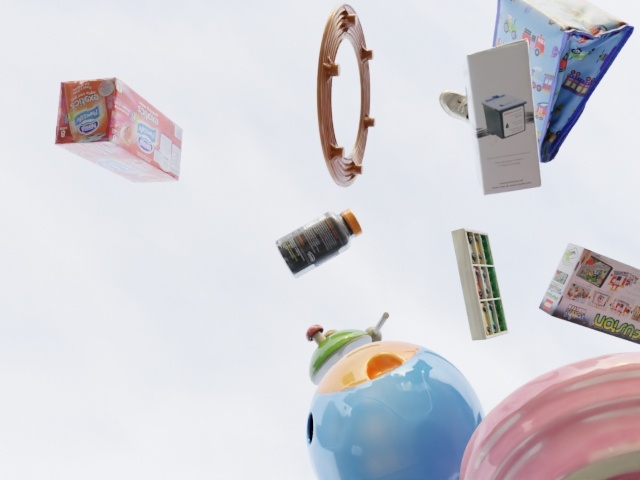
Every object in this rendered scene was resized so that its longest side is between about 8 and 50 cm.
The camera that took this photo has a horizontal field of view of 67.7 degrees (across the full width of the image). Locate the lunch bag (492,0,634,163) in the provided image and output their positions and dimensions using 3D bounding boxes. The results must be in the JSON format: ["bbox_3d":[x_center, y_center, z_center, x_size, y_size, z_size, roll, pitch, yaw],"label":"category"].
[{"bbox_3d":[0.422,-0.313,0.942,0.138,0.221,0.293,-9,-44,-12],"label":"lunch bag"}]

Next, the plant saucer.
[{"bbox_3d":[0.310,0.269,0.464,0.331,0.084,0.333,3,-70,7],"label":"plant saucer"}]

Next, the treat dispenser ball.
[{"bbox_3d":[0.120,0.307,0.768,0.287,0.288,0.289,-1,-85,-10],"label":"treat dispenser ball"}]

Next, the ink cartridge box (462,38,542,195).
[{"bbox_3d":[0.258,-0.174,0.687,0.082,0.139,0.191,-9,-77,17],"label":"ink cartridge box"}]

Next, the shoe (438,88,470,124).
[{"bbox_3d":[0.444,-0.378,1.398,0.218,0.058,0.077,25,-90,-19],"label":"shoe"}]

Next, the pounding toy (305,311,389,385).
[{"bbox_3d":[0.046,0.248,1.204,0.236,0.183,0.110,-31,-120,-19],"label":"pounding toy"}]

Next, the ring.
[{"bbox_3d":[0.061,-0.270,0.914,0.032,0.336,0.337,4,-85,18],"label":"ring"}]

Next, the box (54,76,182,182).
[{"bbox_3d":[-0.400,-0.214,0.979,0.122,0.257,0.128,-1,-99,12],"label":"box"}]

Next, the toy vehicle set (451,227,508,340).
[{"bbox_3d":[0.398,0.107,1.187,0.165,0.035,0.267,4,-106,-52],"label":"toy vehicle set"}]

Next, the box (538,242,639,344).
[{"bbox_3d":[0.455,0.089,0.745,0.206,0.036,0.114,19,-80,-15],"label":"box"}]

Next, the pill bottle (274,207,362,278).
[{"bbox_3d":[0.000,0.000,1.401,0.245,0.130,0.131,-29,-80,-2],"label":"pill bottle"}]
